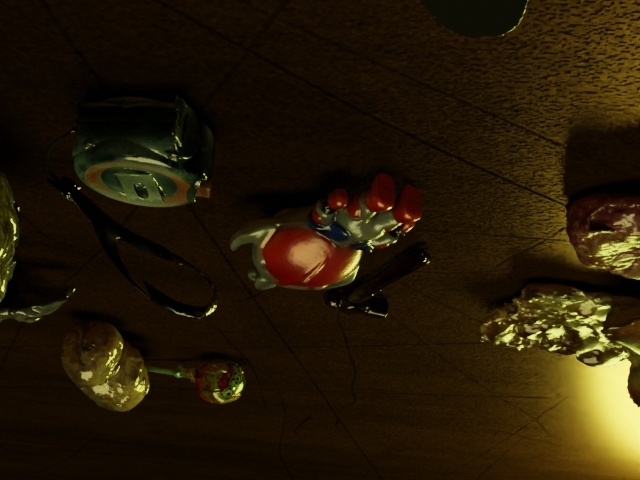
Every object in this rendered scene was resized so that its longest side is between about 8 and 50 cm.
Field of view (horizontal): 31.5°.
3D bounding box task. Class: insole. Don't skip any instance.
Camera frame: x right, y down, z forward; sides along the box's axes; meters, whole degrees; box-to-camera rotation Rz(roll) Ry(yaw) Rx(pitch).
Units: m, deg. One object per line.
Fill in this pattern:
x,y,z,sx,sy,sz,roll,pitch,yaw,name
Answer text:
0.068,-0.150,0.554,0.064,0.004,0.188,1,159,14,insole

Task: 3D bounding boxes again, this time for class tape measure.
-0.118,-0.011,0.764,0.104,0.179,0.107,-14,155,9,tape measure

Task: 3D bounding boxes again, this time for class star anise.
-0.349,0.045,1.134,0.205,0.061,0.180,10,159,-7,star anise

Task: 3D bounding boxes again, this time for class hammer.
0.062,0.036,1.036,0.065,0.021,0.178,14,156,-18,hammer

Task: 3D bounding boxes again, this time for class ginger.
-0.261,0.152,1.364,0.104,0.080,0.204,27,163,7,ginger

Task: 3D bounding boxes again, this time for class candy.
-0.185,0.169,1.446,0.201,0.060,0.060,6,161,30,candy

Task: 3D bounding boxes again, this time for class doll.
-0.001,-0.001,0.902,0.104,0.062,0.195,1,159,-39,doll

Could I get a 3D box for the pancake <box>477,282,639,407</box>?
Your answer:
0.284,0.098,1.070,0.258,0.056,0.212,16,158,-23,pancake

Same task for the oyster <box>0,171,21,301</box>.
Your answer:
-0.334,-0.030,0.776,0.158,0.162,0.351,17,168,41,oyster

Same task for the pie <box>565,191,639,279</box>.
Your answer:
0.257,0.001,0.843,0.154,0.038,0.153,8,160,3,pie
